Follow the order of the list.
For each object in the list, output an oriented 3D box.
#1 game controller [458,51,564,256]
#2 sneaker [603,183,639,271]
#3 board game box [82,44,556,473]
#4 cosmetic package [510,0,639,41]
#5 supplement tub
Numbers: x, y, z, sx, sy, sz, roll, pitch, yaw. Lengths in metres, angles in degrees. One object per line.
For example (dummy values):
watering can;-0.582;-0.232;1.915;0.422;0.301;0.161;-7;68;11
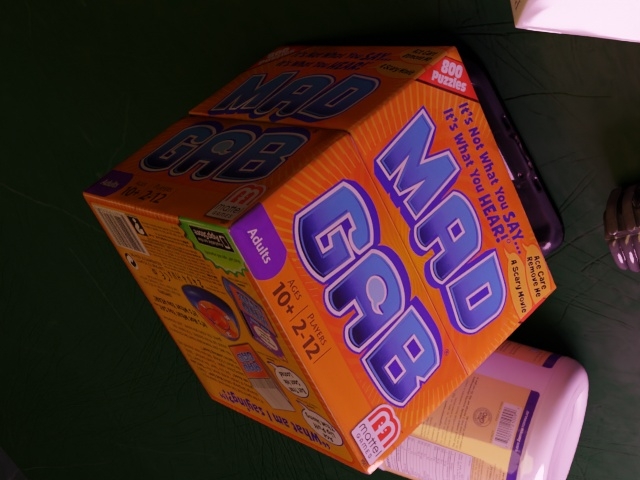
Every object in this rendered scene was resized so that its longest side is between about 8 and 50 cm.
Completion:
game controller;0.198;-0.097;1.492;0.166;0.067;0.319;-20;114;27
sneaker;0.408;-0.057;1.335;0.146;0.105;0.296;7;134;23
board game box;0.000;0.000;1.401;0.356;0.356;0.356;13;137;53
cosmetic package;0.289;-0.378;1.014;0.155;0.197;0.365;4;143;-11
supplement tub;0.199;0.246;1.642;0.331;0.241;0.241;15;133;24
